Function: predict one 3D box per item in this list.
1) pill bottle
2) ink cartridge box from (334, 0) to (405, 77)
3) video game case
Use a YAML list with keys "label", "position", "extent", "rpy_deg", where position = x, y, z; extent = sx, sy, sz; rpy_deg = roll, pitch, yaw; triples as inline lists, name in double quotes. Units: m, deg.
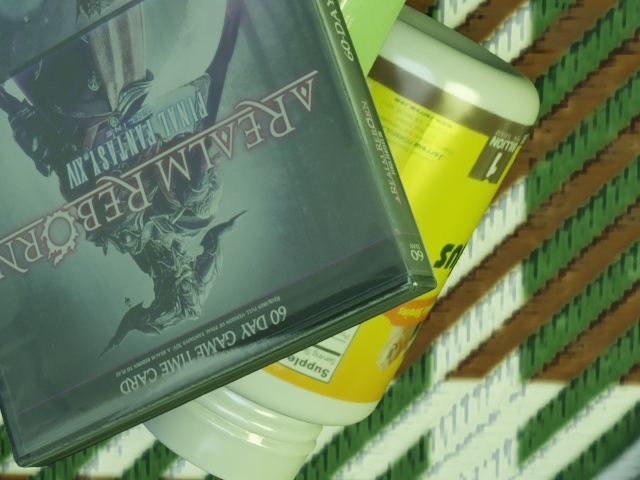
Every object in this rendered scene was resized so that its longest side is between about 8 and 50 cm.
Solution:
- label: "pill bottle"
  position: [0.000, 0.000, 0.831]
  extent: [0.117, 0.117, 0.215]
  rpy_deg: [28, 102, -3]
- label: "ink cartridge box"
  position: [-0.078, -0.122, 0.787]
  extent: [0.235, 0.056, 0.171]
  rpy_deg: [33, 103, 26]
- label: "video game case"
  position: [-0.082, -0.072, 0.740]
  extent: [0.196, 0.026, 0.274]
  rpy_deg: [-26, 74, 27]
